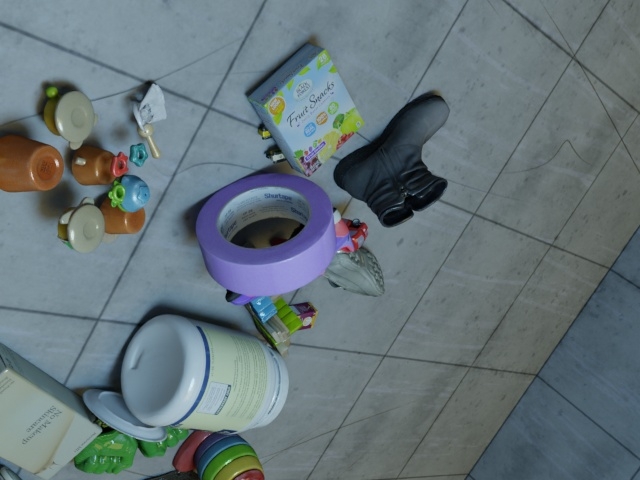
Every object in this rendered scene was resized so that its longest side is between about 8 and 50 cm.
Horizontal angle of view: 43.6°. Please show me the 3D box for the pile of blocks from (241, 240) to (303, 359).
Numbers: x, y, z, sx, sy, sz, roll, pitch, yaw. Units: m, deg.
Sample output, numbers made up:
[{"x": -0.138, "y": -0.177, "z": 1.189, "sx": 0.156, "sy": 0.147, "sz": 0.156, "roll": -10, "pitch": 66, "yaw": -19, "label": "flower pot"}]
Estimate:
[{"x": -0.109, "y": 0.134, "z": 1.830, "sx": 0.113, "sy": 0.149, "sz": 0.362, "roll": -37, "pitch": 139, "yaw": -13, "label": "pile of blocks"}]

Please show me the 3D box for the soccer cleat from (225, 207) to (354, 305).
[{"x": -0.059, "y": 0.056, "z": 1.700, "sx": 0.318, "sy": 0.109, "sz": 0.116, "roll": -38, "pitch": 105, "yaw": -25, "label": "soccer cleat"}]

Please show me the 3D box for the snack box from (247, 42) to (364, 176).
[{"x": -0.025, "y": -0.262, "z": 1.623, "sx": 0.174, "sy": 0.070, "sz": 0.207, "roll": -46, "pitch": 132, "yaw": -12, "label": "snack box"}]

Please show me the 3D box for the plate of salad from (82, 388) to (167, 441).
[{"x": -0.420, "y": 0.379, "z": 1.703, "sx": 0.200, "sy": 0.200, "sz": 0.048, "roll": 27, "pitch": 95, "yaw": -50, "label": "plate of salad"}]

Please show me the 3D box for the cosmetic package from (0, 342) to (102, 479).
[{"x": -0.596, "y": 0.338, "z": 1.582, "sx": 0.160, "sy": 0.113, "sz": 0.309, "roll": -43, "pitch": 139, "yaw": -7, "label": "cosmetic package"}]

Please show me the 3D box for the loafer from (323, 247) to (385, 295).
[{"x": 0.070, "y": 0.072, "z": 1.995, "sx": 0.112, "sy": 0.111, "sz": 0.319, "roll": -18, "pitch": 151, "yaw": 21, "label": "loafer"}]

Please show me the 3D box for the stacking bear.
[{"x": -0.212, "y": 0.599, "z": 1.997, "sx": 0.175, "sy": 0.289, "sz": 0.164, "roll": 8, "pitch": 115, "yaw": -45, "label": "stacking bear"}]

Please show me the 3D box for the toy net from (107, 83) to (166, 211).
[{"x": -0.332, "y": -0.168, "z": 1.416, "sx": 0.122, "sy": 0.045, "sz": 0.232, "roll": 15, "pitch": 82, "yaw": -61, "label": "toy net"}]

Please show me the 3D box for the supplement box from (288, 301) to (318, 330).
[{"x": -0.055, "y": 0.193, "z": 2.008, "sx": 0.083, "sy": 0.043, "sz": 0.054, "roll": -7, "pitch": 127, "yaw": -38, "label": "supplement box"}]

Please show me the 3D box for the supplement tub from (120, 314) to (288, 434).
[{"x": -0.248, "y": 0.304, "z": 1.772, "sx": 0.325, "sy": 0.235, "sz": 0.235, "roll": 23, "pitch": 104, "yaw": -49, "label": "supplement tub"}]

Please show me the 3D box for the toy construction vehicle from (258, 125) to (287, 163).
[{"x": -0.086, "y": -0.211, "z": 1.672, "sx": 0.098, "sy": 0.035, "sz": 0.085, "roll": -23, "pitch": 123, "yaw": -31, "label": "toy construction vehicle"}]

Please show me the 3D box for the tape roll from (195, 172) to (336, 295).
[{"x": -0.107, "y": -0.017, "z": 1.613, "sx": 0.275, "sy": 0.275, "sz": 0.090, "roll": -30, "pitch": 138, "yaw": -21, "label": "tape roll"}]

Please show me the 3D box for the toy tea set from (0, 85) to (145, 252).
[{"x": -0.445, "y": -0.098, "z": 1.400, "sx": 0.200, "sy": 0.124, "sz": 0.336, "roll": -61, "pitch": 146, "yaw": -34, "label": "toy tea set"}]

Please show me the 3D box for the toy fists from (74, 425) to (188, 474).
[{"x": -0.429, "y": 0.452, "z": 1.837, "sx": 0.279, "sy": 0.096, "sz": 0.142, "roll": -15, "pitch": 131, "yaw": -35, "label": "toy fists"}]

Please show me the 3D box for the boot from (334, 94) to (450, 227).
[{"x": 0.218, "y": -0.174, "z": 1.822, "sx": 0.338, "sy": 0.223, "sz": 0.118, "roll": -42, "pitch": 139, "yaw": -8, "label": "boot"}]

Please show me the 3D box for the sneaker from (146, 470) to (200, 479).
[{"x": -0.394, "y": 0.640, "z": 2.057, "sx": 0.189, "sy": 0.066, "sz": 0.071, "roll": 5, "pitch": 134, "yaw": -39, "label": "sneaker"}]

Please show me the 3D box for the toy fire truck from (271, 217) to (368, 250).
[{"x": 0.000, "y": 0.000, "z": 1.831, "sx": 0.135, "sy": 0.192, "sz": 0.047, "roll": -60, "pitch": 150, "yaw": -33, "label": "toy fire truck"}]

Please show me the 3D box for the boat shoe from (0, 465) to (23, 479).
[{"x": -0.653, "y": 0.605, "z": 1.744, "sx": 0.097, "sy": 0.117, "sz": 0.324, "roll": -33, "pitch": 144, "yaw": -22, "label": "boat shoe"}]
